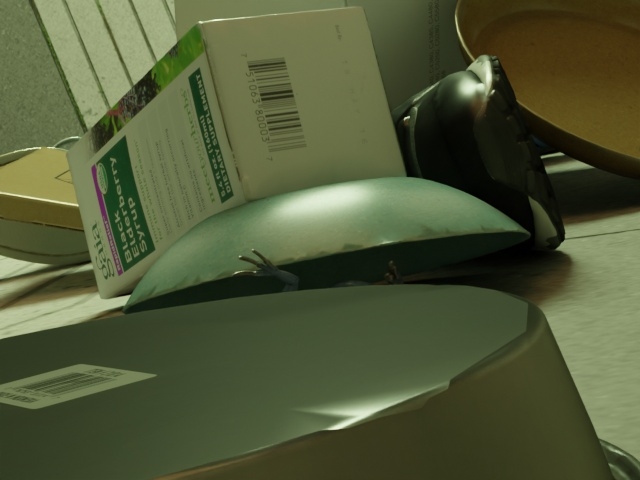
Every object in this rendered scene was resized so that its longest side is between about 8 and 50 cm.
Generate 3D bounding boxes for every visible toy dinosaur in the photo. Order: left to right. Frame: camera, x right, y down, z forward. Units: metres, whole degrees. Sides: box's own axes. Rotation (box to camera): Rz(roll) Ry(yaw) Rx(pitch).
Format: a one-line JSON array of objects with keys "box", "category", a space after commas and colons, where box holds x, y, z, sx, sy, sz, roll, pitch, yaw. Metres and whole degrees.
[{"box": [-0.004, 0.040, 0.707, 0.082, 0.047, 0.090, -17, -30, 24], "category": "toy dinosaur"}]

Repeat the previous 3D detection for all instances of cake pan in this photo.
[{"box": [-0.064, 0.063, 0.427, 0.293, 0.054, 0.293, -10, 6, 1], "category": "cake pan"}]

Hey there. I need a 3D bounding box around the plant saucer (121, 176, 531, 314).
[{"box": [0.000, 0.000, 0.798, 0.195, 0.037, 0.195, -10, -7, -1], "category": "plant saucer"}]

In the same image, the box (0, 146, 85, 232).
[{"box": [-0.127, -0.029, 1.192, 0.201, 0.021, 0.164, 9, 14, 8], "category": "box"}]

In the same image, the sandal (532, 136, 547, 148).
[{"box": [0.099, -0.101, 1.423, 0.317, 0.126, 0.138, -20, 11, -9], "category": "sandal"}]

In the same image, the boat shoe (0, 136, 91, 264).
[{"box": [-0.177, -0.036, 1.342, 0.254, 0.095, 0.079, -12, 8, -25], "category": "boat shoe"}]

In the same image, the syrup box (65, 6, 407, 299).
[{"box": [-0.055, -0.041, 0.920, 0.096, 0.093, 0.237, -10, -9, -28], "category": "syrup box"}]

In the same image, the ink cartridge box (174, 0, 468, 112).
[{"box": [0.054, -0.173, 1.257, 0.270, 0.197, 0.198, -28, 42, -33], "category": "ink cartridge box"}]

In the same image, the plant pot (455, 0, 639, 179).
[{"box": [0.197, -0.106, 1.117, 0.236, 0.032, 0.236, 12, 35, -9], "category": "plant pot"}]

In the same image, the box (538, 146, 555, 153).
[{"box": [0.167, -0.090, 1.573, 0.162, 0.029, 0.116, -13, 7, -14], "category": "box"}]

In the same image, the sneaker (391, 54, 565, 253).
[{"box": [0.049, -0.025, 0.937, 0.124, 0.107, 0.283, -22, 0, -3], "category": "sneaker"}]
